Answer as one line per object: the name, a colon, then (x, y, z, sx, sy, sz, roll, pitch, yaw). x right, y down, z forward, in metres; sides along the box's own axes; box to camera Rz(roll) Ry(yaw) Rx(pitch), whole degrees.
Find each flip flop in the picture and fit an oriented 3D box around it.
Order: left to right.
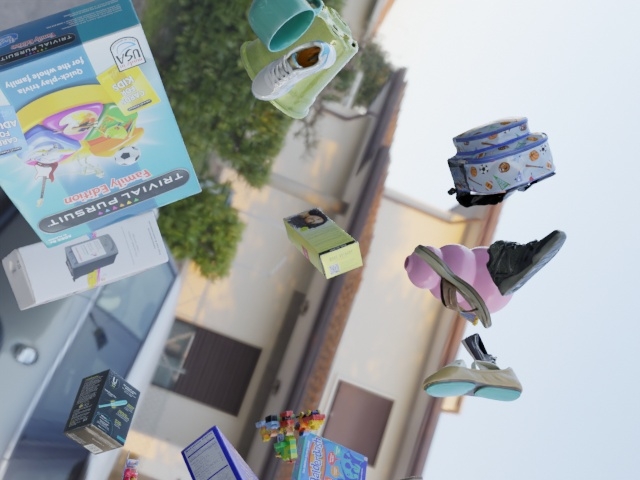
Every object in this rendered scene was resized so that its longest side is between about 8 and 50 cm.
flip flop: (0.332, 0.126, 1.815, 0.080, 0.277, 0.112, -44, 172, -4)

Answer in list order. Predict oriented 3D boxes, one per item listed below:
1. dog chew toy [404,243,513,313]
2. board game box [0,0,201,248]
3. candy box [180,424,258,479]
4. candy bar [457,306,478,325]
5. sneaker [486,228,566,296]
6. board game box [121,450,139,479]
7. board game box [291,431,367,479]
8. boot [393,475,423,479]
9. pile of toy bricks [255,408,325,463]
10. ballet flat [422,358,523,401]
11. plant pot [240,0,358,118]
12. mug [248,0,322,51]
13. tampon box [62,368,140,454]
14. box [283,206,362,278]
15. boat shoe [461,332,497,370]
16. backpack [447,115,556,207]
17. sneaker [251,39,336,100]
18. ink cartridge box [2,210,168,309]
dog chew toy: (0.409, 0.103, 2.102, 0.206, 0.332, 0.206, -167, -90, -78)
board game box: (-0.329, -0.149, 0.979, 0.336, 0.254, 0.079, 81, -15, -57)
candy box: (-0.194, 0.654, 1.727, 0.122, 0.268, 0.317, -34, -143, -8)
candy bar: (0.467, 0.235, 2.222, 0.161, 0.018, 0.040, -137, -114, -80)
sneaker: (0.486, 0.025, 1.714, 0.087, 0.130, 0.227, -14, 153, -41)
board game box: (-0.441, 0.569, 1.612, 0.133, 0.033, 0.168, 168, -67, -79)
board game box: (0.026, 0.643, 1.958, 0.047, 0.210, 0.160, -49, -159, 41)
boot: (0.182, 0.804, 2.150, 0.112, 0.305, 0.115, 86, -17, -64)
pile of toy bricks: (-0.074, 0.449, 1.587, 0.212, 0.118, 0.105, -36, -124, 52)
ballet flat: (0.289, 0.268, 1.370, 0.080, 0.232, 0.073, -48, -141, 43)
plant pot: (-0.043, -0.534, 2.009, 0.254, 0.276, 0.276, -36, -157, 26)
mug: (-0.085, -0.491, 1.530, 0.129, 0.097, 0.158, -43, 173, 32)
tampon box: (-0.545, 0.429, 1.765, 0.101, 0.120, 0.161, -21, -142, 24)
box: (0.000, 0.000, 1.487, 0.232, 0.087, 0.058, -138, -149, -59)
boat shoe: (0.513, 0.369, 2.190, 0.065, 0.075, 0.206, -38, -137, 7)
backpack: (0.497, -0.222, 1.906, 0.276, 0.213, 0.263, -26, -160, -10)
sneaker: (-0.077, -0.419, 1.713, 0.229, 0.087, 0.092, -28, 177, 18)
ink cartridge box: (-0.535, 0.047, 1.607, 0.226, 0.306, 0.131, -17, -87, 58)
